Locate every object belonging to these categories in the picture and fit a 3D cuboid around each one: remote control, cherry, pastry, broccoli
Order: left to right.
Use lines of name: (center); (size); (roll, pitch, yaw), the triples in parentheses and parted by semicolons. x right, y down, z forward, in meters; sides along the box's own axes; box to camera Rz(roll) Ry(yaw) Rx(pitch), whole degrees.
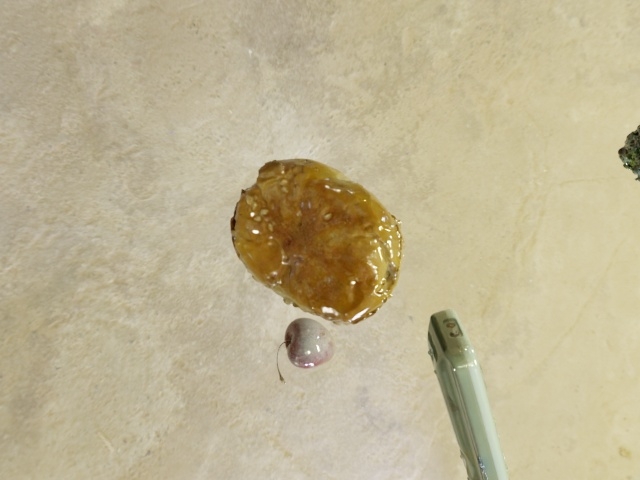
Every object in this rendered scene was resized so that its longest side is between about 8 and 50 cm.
cherry: (-0.024, 0.278, 1.128); (0.115, 0.188, 0.148); (-29, 128, 10)
pastry: (0.000, 0.000, 0.800); (0.311, 0.162, 0.255); (36, 112, 13)
remote control: (0.228, 0.269, 0.709); (0.065, 0.128, 0.335); (-18, 113, 6)
broccoli: (0.807, -0.196, 0.988); (0.304, 0.145, 0.165); (4, 121, -12)
